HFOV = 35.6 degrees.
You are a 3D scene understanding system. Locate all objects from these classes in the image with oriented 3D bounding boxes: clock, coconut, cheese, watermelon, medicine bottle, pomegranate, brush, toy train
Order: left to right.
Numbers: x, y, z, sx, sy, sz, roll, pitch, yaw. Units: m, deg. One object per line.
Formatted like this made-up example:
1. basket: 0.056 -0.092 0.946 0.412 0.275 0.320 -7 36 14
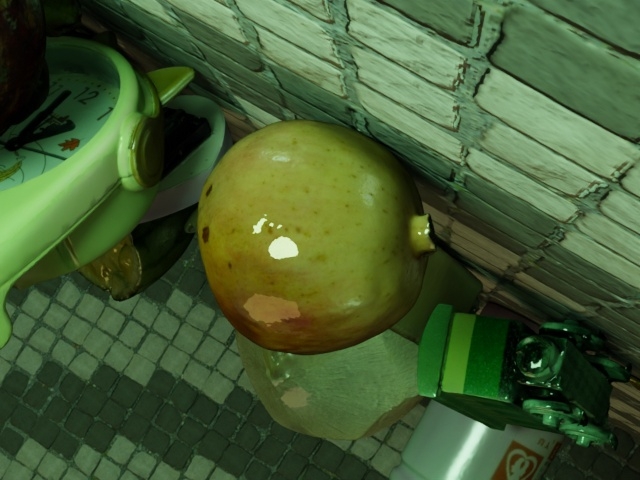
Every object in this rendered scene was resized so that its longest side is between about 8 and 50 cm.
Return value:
1. clock: -0.282 -0.073 0.937 0.286 0.348 0.117 29 148 36
2. watermelon: -0.261 -0.090 1.346 0.331 0.189 0.331 43 144 43
3. clock: -0.175 -0.092 1.056 0.172 0.198 0.064 18 143 39
4. pomegranate: -0.003 -0.002 0.786 0.191 0.191 0.191 31 177 2
5. coconut: 0.036 0.164 1.672 0.346 0.346 0.360 30 -148 13
6. cheese: 0.033 0.011 1.230 0.265 0.124 0.242 28 172 39
7. medicine bottle: 0.263 0.277 1.509 0.202 0.316 0.202 30 178 1
8. toy train: 0.254 0.168 1.204 0.202 0.120 0.301 5 164 31
9. brush: 0.482 0.223 1.364 0.205 0.011 0.083 28 175 34

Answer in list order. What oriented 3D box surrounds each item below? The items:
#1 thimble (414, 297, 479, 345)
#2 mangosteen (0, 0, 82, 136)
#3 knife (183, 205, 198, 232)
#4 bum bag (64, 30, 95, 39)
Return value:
1. thimble: 0.159 0.094 1.437 0.130 0.118 0.090 -10 144 42
2. mangosteen: -0.317 -0.187 0.825 0.231 0.231 0.289 30 -150 7
3. knife: -0.091 -0.053 1.133 0.043 0.019 0.293 59 144 1
4. bum bag: -0.330 -0.239 1.167 0.248 0.069 0.102 32 -167 2
